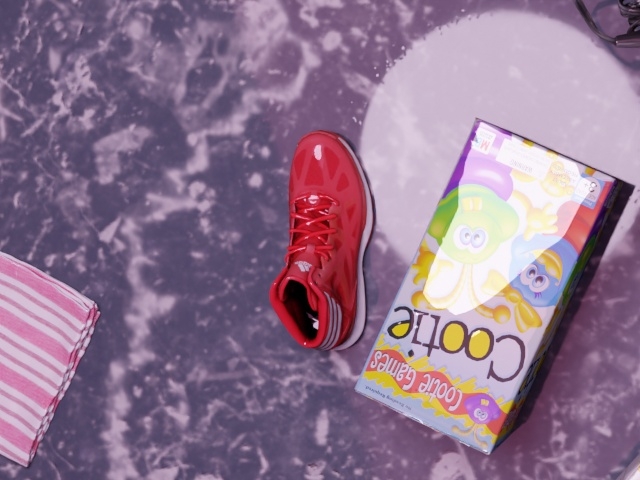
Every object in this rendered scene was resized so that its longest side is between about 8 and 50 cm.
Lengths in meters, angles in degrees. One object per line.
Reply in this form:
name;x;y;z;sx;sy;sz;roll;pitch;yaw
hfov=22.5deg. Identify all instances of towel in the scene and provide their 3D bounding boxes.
towel;-0.332;0.124;1.708;0.144;0.029;0.197;27;97;14

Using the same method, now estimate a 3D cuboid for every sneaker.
sneaker;0.000;0.000;1.569;0.087;0.128;0.221;-8;89;15

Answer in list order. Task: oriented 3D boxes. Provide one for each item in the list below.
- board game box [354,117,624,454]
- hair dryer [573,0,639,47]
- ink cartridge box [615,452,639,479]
board game box;0.163;0.041;1.519;0.142;0.144;0.275;25;97;13
hair dryer;0.399;-0.201;1.466;0.293;0.080;0.223;36;78;23
ink cartridge box;0.372;0.230;1.453;0.171;0.168;0.232;42;100;11
